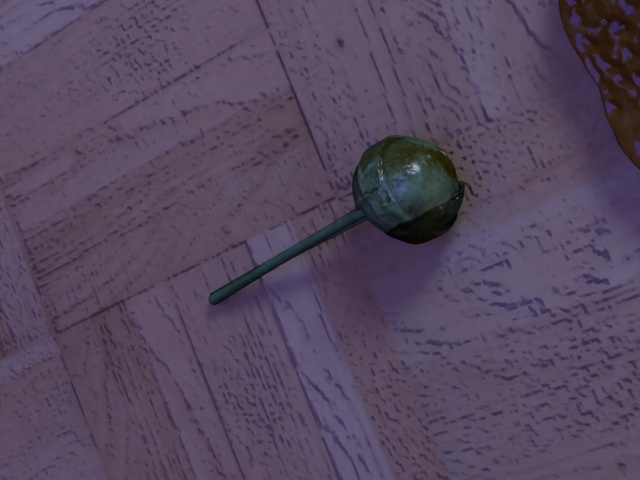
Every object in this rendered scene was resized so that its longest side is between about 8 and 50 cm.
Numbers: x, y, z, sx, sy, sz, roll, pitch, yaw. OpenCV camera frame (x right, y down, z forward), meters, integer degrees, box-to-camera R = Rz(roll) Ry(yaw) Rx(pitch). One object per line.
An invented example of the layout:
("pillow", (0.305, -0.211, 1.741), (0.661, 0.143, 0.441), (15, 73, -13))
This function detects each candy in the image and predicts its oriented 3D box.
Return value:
("candy", (0.000, 0.000, 0.795), (0.202, 0.061, 0.061), (-30, 81, 40))

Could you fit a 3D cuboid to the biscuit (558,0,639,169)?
("biscuit", (0.190, -0.104, 0.662), (0.142, 0.029, 0.221), (-32, 80, 33))
